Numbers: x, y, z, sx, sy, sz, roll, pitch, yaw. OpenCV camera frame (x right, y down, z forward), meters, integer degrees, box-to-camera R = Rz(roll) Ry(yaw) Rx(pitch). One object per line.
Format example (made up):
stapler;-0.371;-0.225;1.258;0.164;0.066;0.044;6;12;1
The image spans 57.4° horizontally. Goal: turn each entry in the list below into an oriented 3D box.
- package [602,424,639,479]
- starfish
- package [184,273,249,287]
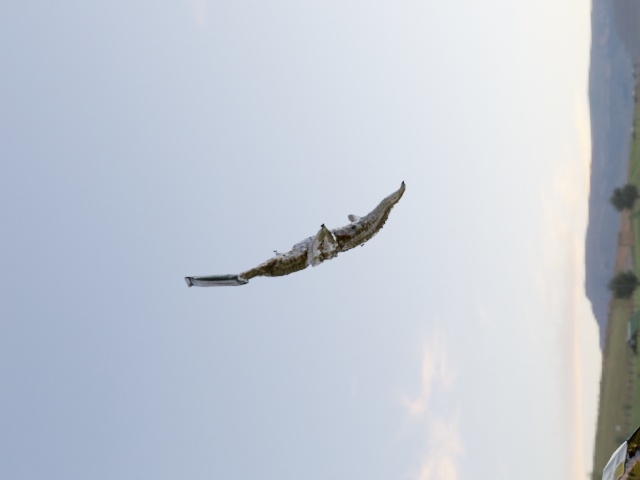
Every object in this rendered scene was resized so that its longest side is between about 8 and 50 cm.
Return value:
package;0.341;0.215;0.596;0.071;0.131;0.047;88;169;-45
starfish;0.000;0.000;0.764;0.236;0.277;0.062;-22;-89;-43
package;-0.179;0.070;1.019;0.037;0.110;0.015;88;180;-61
